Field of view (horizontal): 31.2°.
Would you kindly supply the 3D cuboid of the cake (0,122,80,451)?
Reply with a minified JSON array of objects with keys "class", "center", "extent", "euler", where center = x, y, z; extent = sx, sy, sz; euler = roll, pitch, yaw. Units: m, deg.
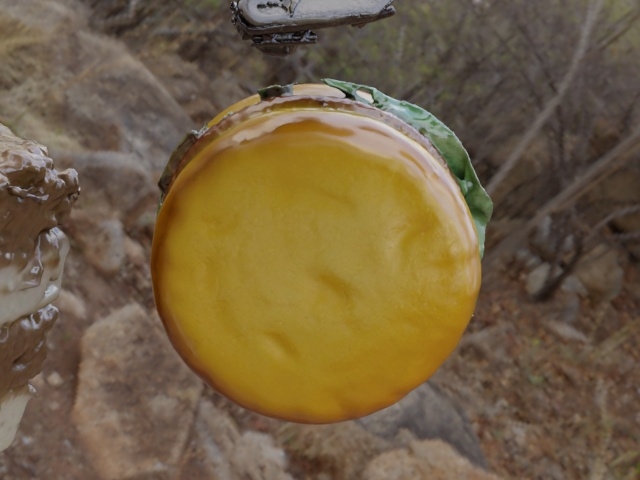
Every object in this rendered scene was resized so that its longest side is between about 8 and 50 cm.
[{"class":"cake","center":[-0.358,0.026,0.819],"extent":[0.282,0.290,0.255],"euler":[27,15,18]}]

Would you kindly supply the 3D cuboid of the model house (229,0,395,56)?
[{"class":"model house","center":[-0.012,-0.285,1.410],"extent":[0.164,0.203,0.141],"euler":[117,-30,-70]}]

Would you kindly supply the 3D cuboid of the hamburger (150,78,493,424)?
[{"class":"hamburger","center":[-0.001,0.001,0.822],"extent":[0.246,0.246,0.170],"euler":[46,12,-17]}]
